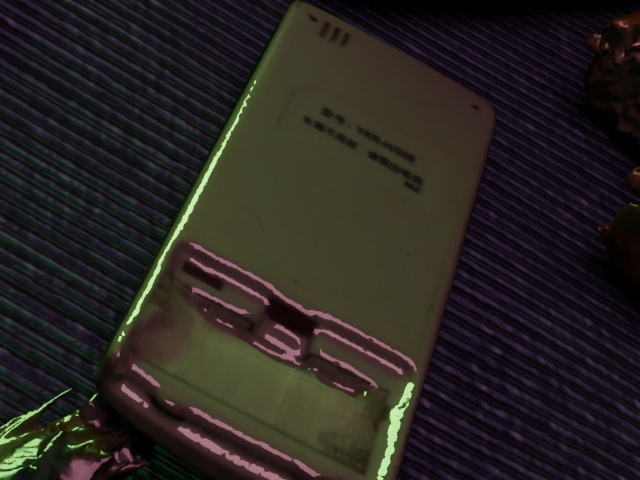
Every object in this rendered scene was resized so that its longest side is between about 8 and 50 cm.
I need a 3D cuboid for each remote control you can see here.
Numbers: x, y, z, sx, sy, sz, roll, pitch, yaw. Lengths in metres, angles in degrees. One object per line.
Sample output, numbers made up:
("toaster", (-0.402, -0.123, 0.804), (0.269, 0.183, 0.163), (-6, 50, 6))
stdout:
("remote control", (0.000, 0.000, 0.660), (0.123, 0.038, 0.285), (28, 38, -7))

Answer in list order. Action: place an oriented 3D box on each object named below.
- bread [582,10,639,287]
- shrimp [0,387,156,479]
("bread", (0.269, -0.085, 0.846), (0.380, 0.109, 0.185), (-28, 68, -38))
("shrimp", (-0.091, 0.139, 0.517), (0.150, 0.051, 0.217), (40, 50, 2))
